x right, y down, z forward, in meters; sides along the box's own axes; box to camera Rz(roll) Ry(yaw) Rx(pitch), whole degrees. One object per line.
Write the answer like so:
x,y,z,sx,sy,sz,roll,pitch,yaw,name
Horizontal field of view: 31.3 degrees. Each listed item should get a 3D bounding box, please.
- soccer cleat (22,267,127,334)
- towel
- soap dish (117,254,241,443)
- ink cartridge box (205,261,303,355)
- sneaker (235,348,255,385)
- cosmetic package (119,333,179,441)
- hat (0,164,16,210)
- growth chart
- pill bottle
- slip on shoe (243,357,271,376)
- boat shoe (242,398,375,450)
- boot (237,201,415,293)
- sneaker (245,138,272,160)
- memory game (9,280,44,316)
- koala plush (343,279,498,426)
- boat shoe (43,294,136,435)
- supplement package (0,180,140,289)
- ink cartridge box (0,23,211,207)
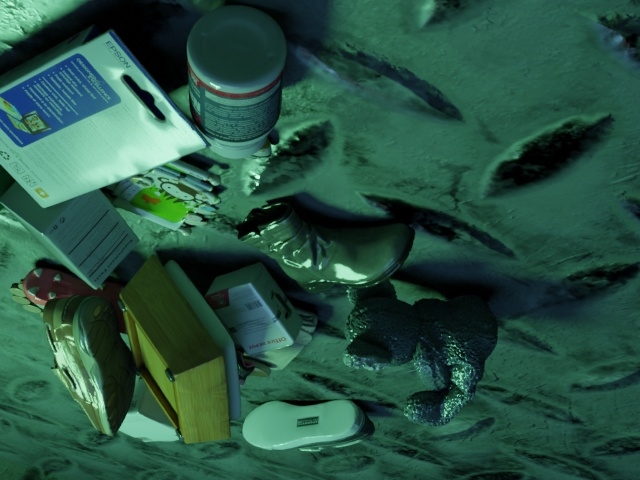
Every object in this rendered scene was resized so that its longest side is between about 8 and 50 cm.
-0.409,0.109,2.042,0.248,0.083,0.095,18,168,-8,soccer cleat
-0.120,0.158,2.036,0.187,0.049,0.282,19,155,-10,towel
-0.236,0.195,1.921,0.229,0.118,0.291,51,157,28,soap dish
-0.106,0.112,1.853,0.099,0.056,0.135,-18,119,31,ink cartridge box
-0.167,0.208,2.067,0.057,0.047,0.119,-43,112,9,sneaker
-0.322,0.280,2.218,0.151,0.184,0.151,-12,145,41,cosmetic package
-0.492,-0.052,1.613,0.173,0.184,0.208,-7,149,39,hat
-0.226,-0.072,1.642,0.171,0.021,0.237,20,156,-13,growth chart
-0.095,-0.169,1.281,0.107,0.108,0.180,12,154,1,pill bottle
-0.161,0.238,2.119,0.135,0.041,0.051,17,156,-7,slip on shoe
-0.025,0.400,2.432,0.301,0.108,0.102,-13,144,30,boat shoe
0.000,0.000,1.625,0.161,0.083,0.246,37,144,-31,boot
-0.103,-0.116,1.480,0.083,0.032,0.037,5,153,16,sneaker
-0.499,0.119,2.169,0.186,0.012,0.186,10,154,5,memory game
0.137,0.147,1.755,0.221,0.196,0.203,19,142,-13,koala plush
-0.406,0.213,2.004,0.116,0.123,0.324,11,131,17,boat shoe
-0.360,-0.028,1.658,0.105,0.105,0.179,33,165,27,supplement package
-0.289,-0.152,1.397,0.371,0.069,0.176,-12,126,46,ink cartridge box
